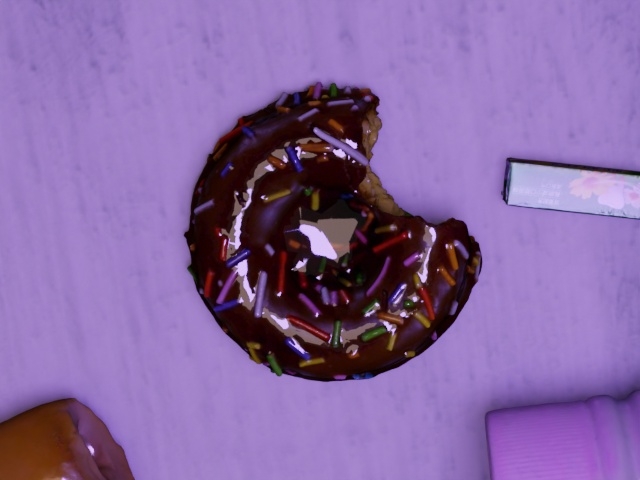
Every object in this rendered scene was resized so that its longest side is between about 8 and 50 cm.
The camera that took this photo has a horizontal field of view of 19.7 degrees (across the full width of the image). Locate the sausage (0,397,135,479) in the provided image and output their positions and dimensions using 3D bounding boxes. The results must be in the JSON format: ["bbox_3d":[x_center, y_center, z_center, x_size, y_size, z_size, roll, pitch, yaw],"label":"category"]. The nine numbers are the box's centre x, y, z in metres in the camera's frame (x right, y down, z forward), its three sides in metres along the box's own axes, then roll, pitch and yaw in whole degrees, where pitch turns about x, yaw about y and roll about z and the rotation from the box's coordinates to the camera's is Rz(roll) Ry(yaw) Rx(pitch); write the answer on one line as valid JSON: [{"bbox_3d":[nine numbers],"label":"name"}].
[{"bbox_3d":[-0.314,0.251,1.443,0.354,0.116,0.134,-31,104,10],"label":"sausage"}]

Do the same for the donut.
[{"bbox_3d":[0.001,0.001,1.400,0.216,0.096,0.230,-24,95,6],"label":"donut"}]

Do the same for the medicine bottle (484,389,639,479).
[{"bbox_3d":[0.285,0.203,1.352,0.316,0.202,0.202,-7,96,4],"label":"medicine bottle"}]

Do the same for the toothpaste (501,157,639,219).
[{"bbox_3d":[0.229,-0.036,1.408,0.179,0.043,0.037,6,94,3],"label":"toothpaste"}]
